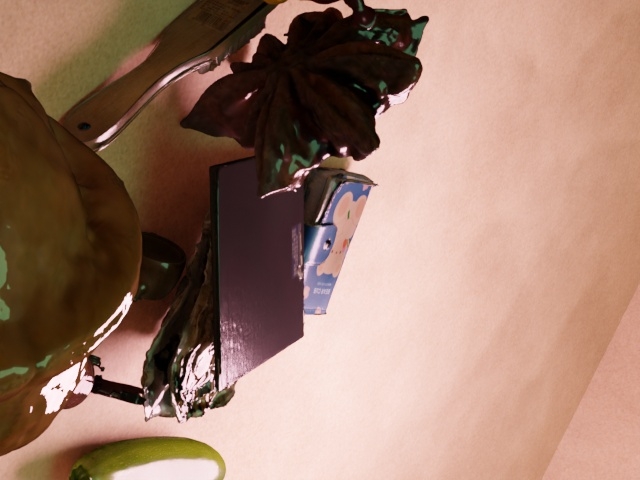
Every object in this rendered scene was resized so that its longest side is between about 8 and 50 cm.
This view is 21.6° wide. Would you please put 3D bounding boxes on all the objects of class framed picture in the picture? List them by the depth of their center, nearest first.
[{"bbox_3d":[-0.071,0.023,2.020,0.339,0.014,0.255,-26,116,-72],"label":"framed picture"}]

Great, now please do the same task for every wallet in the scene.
[{"bbox_3d":[-0.001,-0.001,2.249,0.141,0.059,0.202,3,110,-67],"label":"wallet"}]

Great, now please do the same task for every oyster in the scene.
[{"bbox_3d":[-0.142,0.091,2.010,0.198,0.112,0.267,86,26,-43],"label":"oyster"}]

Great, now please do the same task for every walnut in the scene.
[{"bbox_3d":[-0.337,0.011,1.373,0.383,0.384,0.383,-39,141,-41],"label":"walnut"}]

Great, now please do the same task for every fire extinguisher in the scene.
[{"bbox_3d":[-0.286,0.155,1.831,0.075,0.106,0.252,-56,151,4],"label":"fire extinguisher"}]

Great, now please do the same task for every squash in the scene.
[{"bbox_3d":[-0.216,0.284,2.070,0.292,0.082,0.082,7,104,-59],"label":"squash"}]

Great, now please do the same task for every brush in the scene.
[{"bbox_3d":[-0.161,-0.188,1.845,0.327,0.070,0.065,-44,155,-32],"label":"brush"}]

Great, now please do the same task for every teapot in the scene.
[{"bbox_3d":[-0.199,0.034,1.933,0.121,0.076,0.068,-74,-173,-69],"label":"teapot"}]

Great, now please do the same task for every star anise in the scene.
[{"bbox_3d":[-0.018,-0.159,1.874,0.315,0.315,0.108,-54,132,-21],"label":"star anise"}]

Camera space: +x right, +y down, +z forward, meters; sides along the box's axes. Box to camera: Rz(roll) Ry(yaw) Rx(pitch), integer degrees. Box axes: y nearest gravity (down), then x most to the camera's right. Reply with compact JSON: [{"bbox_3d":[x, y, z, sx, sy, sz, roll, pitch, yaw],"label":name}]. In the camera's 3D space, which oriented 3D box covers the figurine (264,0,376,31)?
[{"bbox_3d":[-0.008,-0.397,1.806,0.320,0.196,0.323,-30,129,-62],"label":"figurine"}]
